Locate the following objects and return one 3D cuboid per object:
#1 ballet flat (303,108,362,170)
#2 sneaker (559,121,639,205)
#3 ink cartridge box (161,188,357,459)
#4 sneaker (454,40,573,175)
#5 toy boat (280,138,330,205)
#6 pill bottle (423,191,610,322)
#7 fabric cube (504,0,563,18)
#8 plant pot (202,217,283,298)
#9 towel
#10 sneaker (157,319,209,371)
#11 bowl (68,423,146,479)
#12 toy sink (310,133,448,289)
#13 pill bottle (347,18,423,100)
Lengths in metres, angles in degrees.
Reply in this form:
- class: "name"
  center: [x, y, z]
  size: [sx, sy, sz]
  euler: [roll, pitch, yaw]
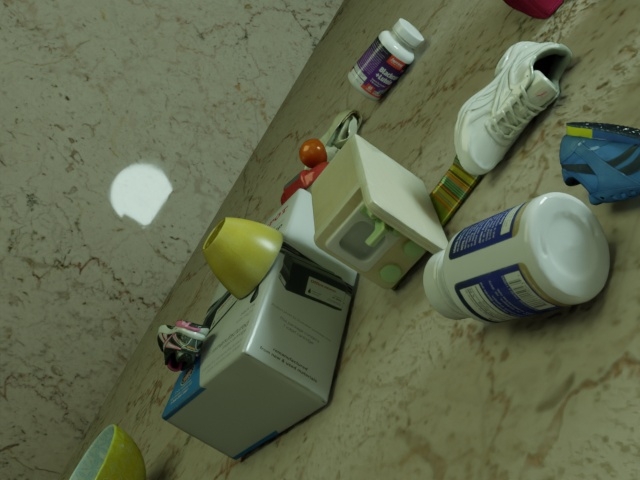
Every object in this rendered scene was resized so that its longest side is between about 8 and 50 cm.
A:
- class: "ballet flat"
  center: [0.037, -0.240, 1.796]
  size: [0.086, 0.086, 0.249]
  euler: [-25, 34, 61]
- class: "sneaker"
  center: [0.317, -0.068, 0.701]
  size: [0.209, 0.069, 0.082]
  euler: [-142, 53, -65]
- class: "ink cartridge box"
  center: [-0.090, 0.142, 1.256]
  size: [0.285, 0.166, 0.395]
  euler: [-42, 21, 39]
- class: "sneaker"
  center: [0.276, -0.196, 1.000]
  size: [0.232, 0.090, 0.115]
  euler: [-60, 20, -9]
- class: "toy boat"
  center: [0.009, -0.136, 1.408]
  size: [0.151, 0.151, 0.231]
  euler: [-37, -15, 37]
- class: "pill bottle"
  center: [0.197, 0.028, 0.748]
  size: [0.186, 0.112, 0.112]
  euler: [-28, 32, 58]
- class: "fabric cube"
  center: [0.348, -0.578, 1.214]
  size: [0.259, 0.258, 0.254]
  euler: [-51, 18, 18]
- class: "plant pot"
  center: [-0.140, 0.016, 1.173]
  size: [0.134, 0.095, 0.134]
  euler: [-47, 19, 22]
- class: "towel"
  center: [0.169, -0.034, 1.109]
  size: [0.237, 0.021, 0.102]
  euler: [-54, 16, 9]
- class: "sneaker"
  center: [-0.250, 0.188, 1.212]
  size: [0.178, 0.071, 0.077]
  euler: [143, 145, -64]
- class: "bowl"
  center: [-0.460, 0.565, 1.528]
  size: [0.289, 0.156, 0.289]
  euler: [-49, 18, 22]
- class: "toy sink"
  center: [0.081, -0.030, 1.066]
  size: [0.131, 0.152, 0.234]
  euler: [-49, 23, 23]
- class: "pill bottle"
  center: [0.166, -0.455, 1.768]
  size: [0.193, 0.108, 0.108]
  euler: [-47, 18, 29]
